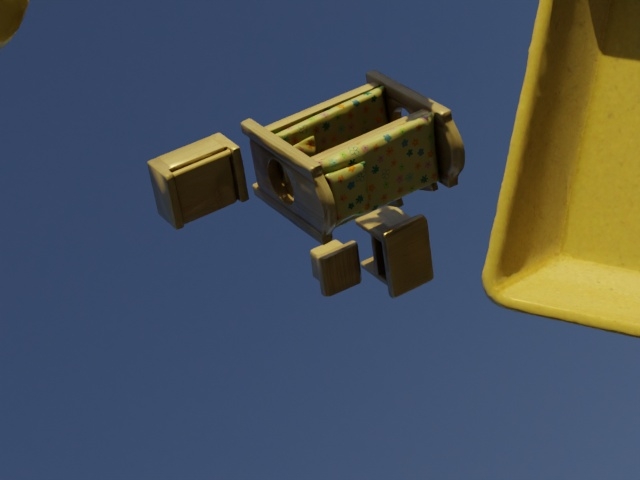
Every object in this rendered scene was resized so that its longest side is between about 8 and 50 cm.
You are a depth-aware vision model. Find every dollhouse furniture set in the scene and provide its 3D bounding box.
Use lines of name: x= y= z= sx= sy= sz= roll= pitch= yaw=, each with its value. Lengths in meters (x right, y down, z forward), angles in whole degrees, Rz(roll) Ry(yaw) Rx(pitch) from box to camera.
dollhouse furniture set: x=0.000 y=0.000 z=0.953 sx=0.182 sy=0.101 sz=0.161 roll=-25 pitch=-55 yaw=-23

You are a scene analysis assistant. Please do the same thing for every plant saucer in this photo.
plant saucer: x=0.315 y=-0.081 z=1.029 sx=0.081 sy=0.333 sz=0.333 roll=4 pitch=-82 yaw=-74

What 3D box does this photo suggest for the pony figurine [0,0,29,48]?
pony figurine: x=-0.311 y=-0.225 z=0.713 sx=0.363 sy=0.351 sz=0.303 roll=25 pitch=-115 yaw=-27
